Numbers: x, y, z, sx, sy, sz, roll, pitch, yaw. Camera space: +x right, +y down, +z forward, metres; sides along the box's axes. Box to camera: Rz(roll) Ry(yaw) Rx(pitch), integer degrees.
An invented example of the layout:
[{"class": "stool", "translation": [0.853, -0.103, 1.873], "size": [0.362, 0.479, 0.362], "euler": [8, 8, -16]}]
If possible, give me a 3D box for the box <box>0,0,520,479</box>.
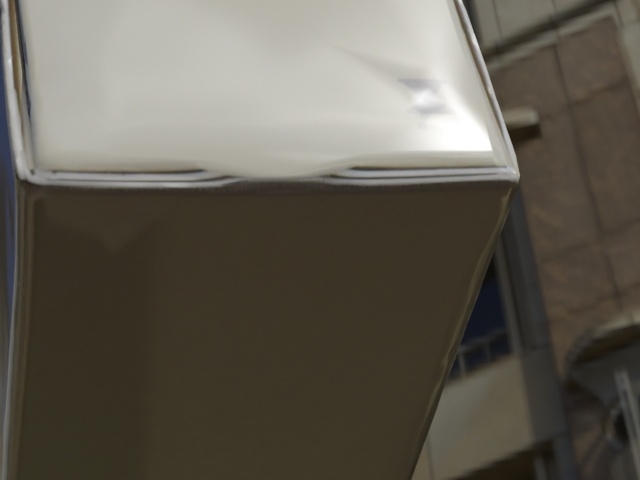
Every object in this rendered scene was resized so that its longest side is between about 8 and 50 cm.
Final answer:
[{"class": "box", "translation": [-0.038, 0.042, 0.495], "size": [0.113, 0.094, 0.275], "euler": [0, -41, -15]}]
